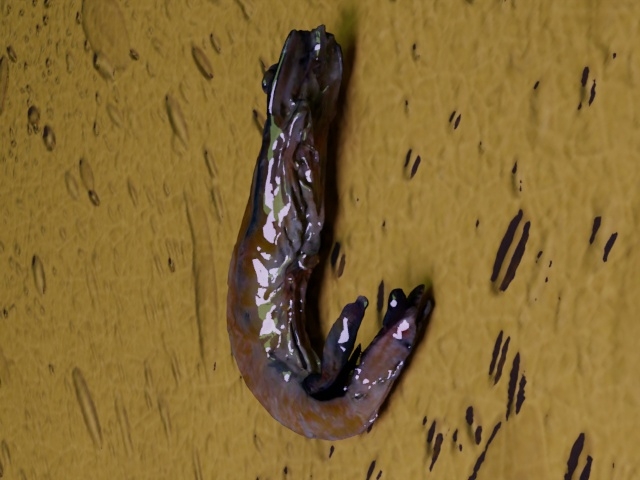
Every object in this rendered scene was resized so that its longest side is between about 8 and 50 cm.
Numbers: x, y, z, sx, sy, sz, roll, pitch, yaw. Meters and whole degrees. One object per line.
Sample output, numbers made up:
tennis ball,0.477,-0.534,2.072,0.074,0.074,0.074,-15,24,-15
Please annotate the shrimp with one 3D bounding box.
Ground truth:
shrimp,0.000,0.000,0.886,0.152,0.046,0.219,23,110,54
